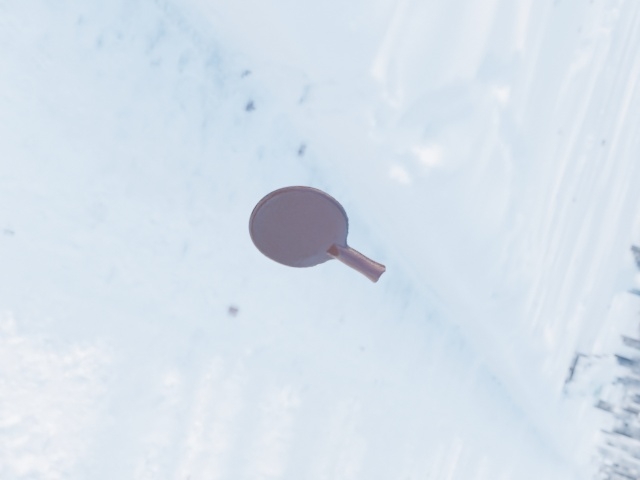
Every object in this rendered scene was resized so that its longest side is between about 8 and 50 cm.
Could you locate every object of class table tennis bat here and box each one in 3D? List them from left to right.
[{"bbox_3d":[0.000,0.000,1.072,0.098,0.154,0.019,-48,-155,27],"label":"table tennis bat"}]
